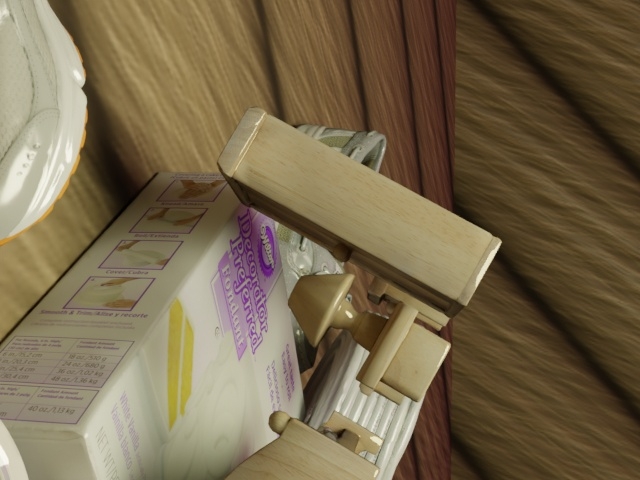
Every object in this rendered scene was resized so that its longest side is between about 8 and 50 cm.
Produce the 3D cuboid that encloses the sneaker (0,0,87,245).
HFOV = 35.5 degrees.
[{"bbox_3d":[-0.179,-0.124,0.463,0.121,0.099,0.262,33,50,-63],"label":"sneaker"}]

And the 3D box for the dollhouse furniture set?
[{"bbox_3d":[-0.052,0.120,0.644,0.355,0.174,0.303,-60,173,-5],"label":"dollhouse furniture set"}]

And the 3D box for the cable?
[{"bbox_3d":[0.017,0.184,0.941,0.257,0.089,0.257,-63,-178,-2],"label":"cable"}]

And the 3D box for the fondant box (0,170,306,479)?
[{"bbox_3d":[-0.107,0.123,0.693,0.330,0.096,0.238,-65,151,-59],"label":"fondant box"}]

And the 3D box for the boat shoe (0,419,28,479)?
[{"bbox_3d":[-0.184,0.165,0.484,0.063,0.066,0.184,-41,139,-71],"label":"boat shoe"}]

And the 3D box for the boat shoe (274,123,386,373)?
[{"bbox_3d":[0.001,0.001,1.068,0.118,0.103,0.320,73,23,-47],"label":"boat shoe"}]
